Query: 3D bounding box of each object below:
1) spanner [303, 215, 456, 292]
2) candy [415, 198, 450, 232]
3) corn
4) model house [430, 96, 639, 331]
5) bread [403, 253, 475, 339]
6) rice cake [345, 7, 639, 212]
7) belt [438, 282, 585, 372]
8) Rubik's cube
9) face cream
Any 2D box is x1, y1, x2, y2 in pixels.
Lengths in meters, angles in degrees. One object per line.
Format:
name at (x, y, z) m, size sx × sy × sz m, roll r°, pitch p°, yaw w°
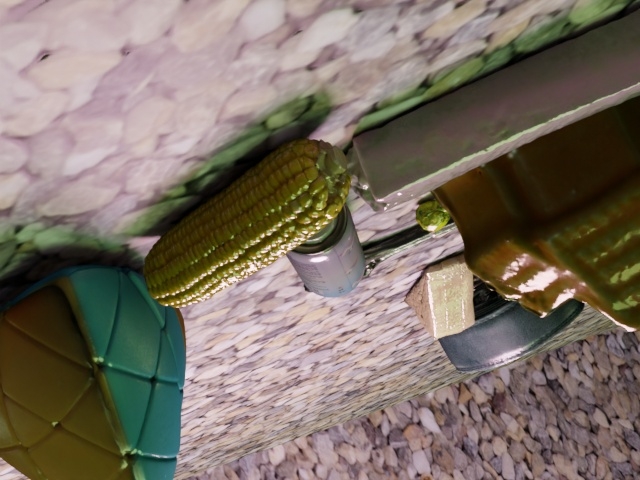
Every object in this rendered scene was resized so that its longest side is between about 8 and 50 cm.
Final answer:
spanner at (0.128, -0.010, 1.330) m, size 0.325 × 0.026 × 0.093 m, roll -25°, pitch 164°, yaw 0°
candy at (0.144, -0.052, 1.208) m, size 0.035 × 0.035 × 0.123 m, roll -23°, pitch 160°, yaw -42°
corn at (-0.063, -0.011, 0.938) m, size 0.238 × 0.080 × 0.080 m, roll -34°, pitch 161°, yaw 36°
model house at (0.270, -0.026, 1.064) m, size 0.268 × 0.239 × 0.173 m, roll -32°, pitch 163°, yaw 28°
bread at (0.174, 0.060, 1.636) m, size 0.077 × 0.105 × 0.152 m, roll -19°, pitch 133°, yaw -13°
rice cake at (0.182, -0.121, 0.944) m, size 0.364 × 0.073 × 0.056 m, roll -23°, pitch 167°, yaw 8°
belt at (0.291, 0.124, 1.758) m, size 0.206 × 0.116 × 0.267 m, roll -36°, pitch -174°, yaw -39°
Rubik's cube at (-0.181, 0.139, 1.030) m, size 0.254 × 0.255 × 0.254 m, roll -21°, pitch 165°, yaw -6°
face cream at (0.000, 0.000, 1.075) m, size 0.075 × 0.075 × 0.229 m, roll -23°, pitch 166°, yaw 1°
